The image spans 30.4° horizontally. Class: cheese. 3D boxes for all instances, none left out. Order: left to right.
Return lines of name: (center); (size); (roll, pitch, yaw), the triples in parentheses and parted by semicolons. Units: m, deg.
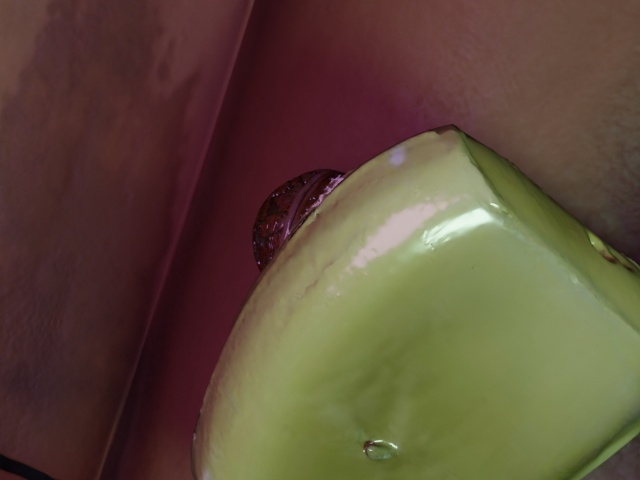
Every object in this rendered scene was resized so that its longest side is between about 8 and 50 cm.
cheese: (0.050, 0.094, 0.732); (0.259, 0.128, 0.316); (40, 113, -18)

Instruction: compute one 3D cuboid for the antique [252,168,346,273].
antique: (0.000, 0.000, 0.812); (0.104, 0.104, 0.104); (-2, 84, 19)
